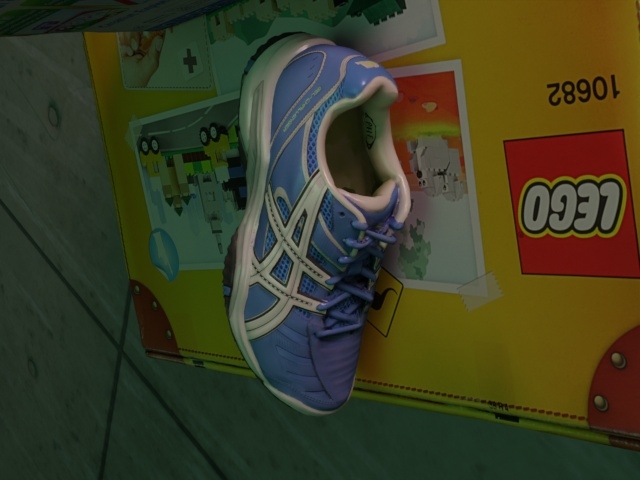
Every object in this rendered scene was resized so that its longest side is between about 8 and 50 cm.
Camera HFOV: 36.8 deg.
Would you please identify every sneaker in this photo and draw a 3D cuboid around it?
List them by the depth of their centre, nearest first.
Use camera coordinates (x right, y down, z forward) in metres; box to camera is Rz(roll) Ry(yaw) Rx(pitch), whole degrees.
[{"bbox_3d":[0.000,0.000,0.506,0.081,0.080,0.211,19,118,49],"label":"sneaker"}]

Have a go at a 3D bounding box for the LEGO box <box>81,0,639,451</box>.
[{"bbox_3d":[0.052,-0.100,0.629,0.500,0.193,0.373,1,103,50],"label":"LEGO box"}]

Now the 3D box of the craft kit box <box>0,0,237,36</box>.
[{"bbox_3d":[-0.124,-0.146,0.474,0.249,0.246,0.061,-3,101,50],"label":"craft kit box"}]
